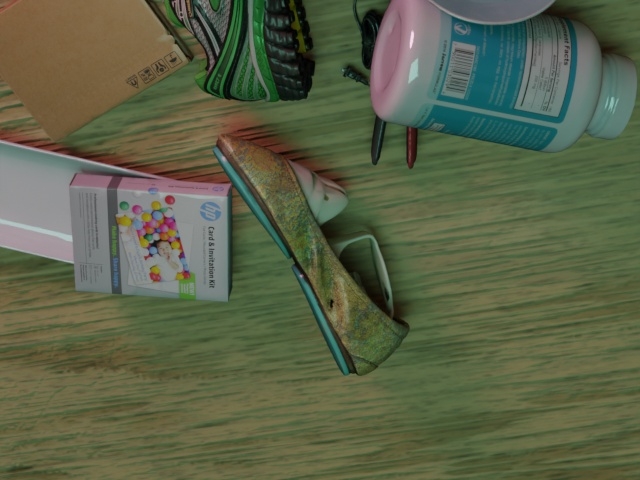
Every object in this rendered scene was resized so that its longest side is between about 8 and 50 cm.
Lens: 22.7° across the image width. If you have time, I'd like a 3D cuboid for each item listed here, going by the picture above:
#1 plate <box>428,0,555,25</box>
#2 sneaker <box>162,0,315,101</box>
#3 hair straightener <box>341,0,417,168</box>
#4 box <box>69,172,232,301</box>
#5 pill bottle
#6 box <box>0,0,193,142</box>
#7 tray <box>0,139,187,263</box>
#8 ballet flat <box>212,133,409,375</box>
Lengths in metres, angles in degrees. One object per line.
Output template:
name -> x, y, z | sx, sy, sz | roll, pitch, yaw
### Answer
plate -> 0.166, -0.301, 1.638 | 0.188, 0.188, 0.024 | 18, 158, -3
sneaker -> -0.111, -0.293, 1.679 | 0.146, 0.134, 0.343 | -7, 119, 12
hair straightener -> 0.066, -0.189, 1.765 | 0.089, 0.047, 0.230 | 3, 119, 5
box -> -0.197, -0.003, 1.874 | 0.186, 0.038, 0.145 | 4, 120, 3
pill bottle -> 0.195, -0.174, 1.687 | 0.264, 0.146, 0.146 | 10, 121, -14
box -> -0.271, -0.221, 1.804 | 0.201, 0.021, 0.164 | -28, 112, 21
tray -> -0.293, -0.041, 1.903 | 0.270, 0.030, 0.145 | 13, 121, -1
ballet flat -> 0.000, 0.000, 1.854 | 0.123, 0.123, 0.348 | -22, 114, 18
